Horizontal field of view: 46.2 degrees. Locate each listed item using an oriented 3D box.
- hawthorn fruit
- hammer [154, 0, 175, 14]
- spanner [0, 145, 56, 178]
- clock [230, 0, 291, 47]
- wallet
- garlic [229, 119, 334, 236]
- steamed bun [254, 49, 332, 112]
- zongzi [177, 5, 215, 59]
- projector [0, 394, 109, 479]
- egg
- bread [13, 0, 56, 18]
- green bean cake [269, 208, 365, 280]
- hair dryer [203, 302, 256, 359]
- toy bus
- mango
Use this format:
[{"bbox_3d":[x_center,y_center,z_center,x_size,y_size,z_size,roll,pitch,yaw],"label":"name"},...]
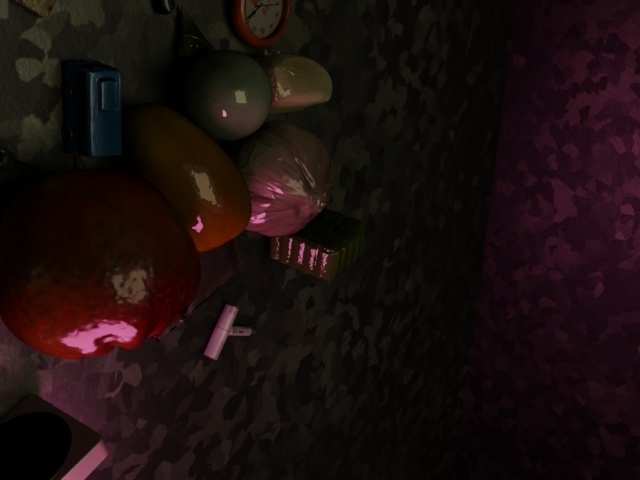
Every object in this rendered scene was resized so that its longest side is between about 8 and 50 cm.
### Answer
[{"bbox_3d":[-0.433,0.022,1.440,0.402,0.402,0.403,-26,124,-46],"label":"hawthorn fruit"},{"bbox_3d":[-0.357,-0.609,1.554,0.137,0.037,0.290,-40,133,-39],"label":"hammer"},{"bbox_3d":[-0.549,-0.131,1.507,0.254,0.015,0.054,21,87,-55],"label":"spanner"},{"bbox_3d":[-0.147,-0.579,1.844,0.205,0.051,0.205,-29,127,-46],"label":"clock"},{"bbox_3d":[-0.322,0.098,1.893,0.317,0.044,0.169,-42,139,-34],"label":"wallet"},{"bbox_3d":[-0.092,-0.157,1.916,0.317,0.259,0.318,-32,143,-28],"label":"garlic"},{"bbox_3d":[-0.090,-0.407,1.908,0.238,0.169,0.153,-17,99,-49],"label":"steamed bun"},{"bbox_3d":[-0.283,-0.470,1.714,0.104,0.052,0.114,-8,96,-63],"label":"zongzi"},{"bbox_3d":[-0.589,0.452,1.485,0.259,0.257,0.079,-45,136,-34],"label":"projector"},{"bbox_3d":[-0.210,-0.327,1.698,0.283,0.202,0.203,-104,-157,-80],"label":"egg"},{"bbox_3d":[-0.547,-0.469,1.360,0.153,0.028,0.068,31,80,-53],"label":"bread"},{"bbox_3d":[0.000,0.000,2.145,0.248,0.222,0.125,-30,135,-52],"label":"green bean cake"},{"bbox_3d":[-0.236,0.268,2.089,0.183,0.044,0.155,37,75,-57],"label":"hair dryer"},{"bbox_3d":[-0.454,-0.264,1.506,0.090,0.106,0.185,-16,116,-48],"label":"toy bus"},{"bbox_3d":[-0.299,-0.137,1.655,0.221,0.264,0.378,-36,119,-8],"label":"mango"}]
